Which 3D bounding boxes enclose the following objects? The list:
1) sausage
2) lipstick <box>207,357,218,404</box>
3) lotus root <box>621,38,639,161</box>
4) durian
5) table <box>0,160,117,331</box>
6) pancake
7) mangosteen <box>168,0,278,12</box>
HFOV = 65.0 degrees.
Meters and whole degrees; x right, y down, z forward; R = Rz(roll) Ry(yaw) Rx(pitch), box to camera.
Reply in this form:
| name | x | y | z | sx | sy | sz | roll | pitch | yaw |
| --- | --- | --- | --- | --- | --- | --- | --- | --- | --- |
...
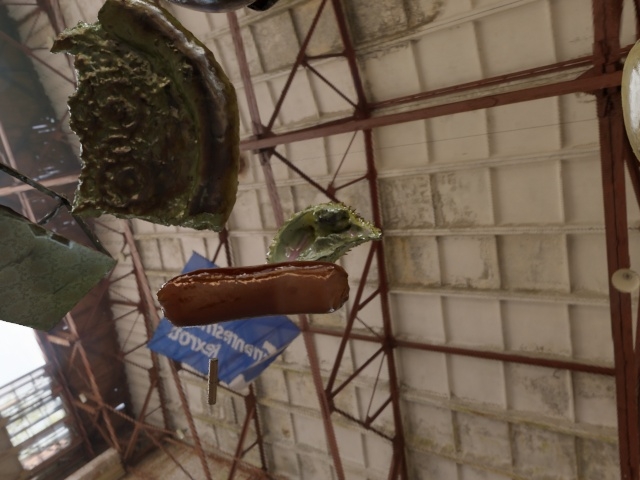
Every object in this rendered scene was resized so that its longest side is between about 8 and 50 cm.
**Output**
| name | x | y | z | sx | sy | sz | roll | pitch | yaw |
| --- | --- | --- | --- | --- | --- | --- | --- | --- | --- |
| sausage | -0.103 | 0.082 | 0.799 | 0.083 | 0.300 | 0.089 | 144 | -59 | -78 |
| lipstick | -0.220 | 0.287 | 1.025 | 0.019 | 0.019 | 0.094 | 8 | -84 | 37 |
| lotus root | 0.516 | -0.160 | 0.676 | 0.183 | 0.183 | 0.309 | -4 | -79 | 40 |
| durian | 0.000 | 0.000 | 1.243 | 0.307 | 0.166 | 0.172 | -18 | -78 | 13 |
| table | -0.658 | -0.012 | 1.016 | 0.222 | 0.335 | 0.272 | -45 | -117 | -3 |
| pancake | -0.286 | -0.211 | 0.816 | 0.305 | 0.067 | 0.426 | -8 | -93 | 2 |
| mangosteen | -0.239 | -0.658 | 1.074 | 0.383 | 0.435 | 0.381 | -1 | -99 | 4 |
